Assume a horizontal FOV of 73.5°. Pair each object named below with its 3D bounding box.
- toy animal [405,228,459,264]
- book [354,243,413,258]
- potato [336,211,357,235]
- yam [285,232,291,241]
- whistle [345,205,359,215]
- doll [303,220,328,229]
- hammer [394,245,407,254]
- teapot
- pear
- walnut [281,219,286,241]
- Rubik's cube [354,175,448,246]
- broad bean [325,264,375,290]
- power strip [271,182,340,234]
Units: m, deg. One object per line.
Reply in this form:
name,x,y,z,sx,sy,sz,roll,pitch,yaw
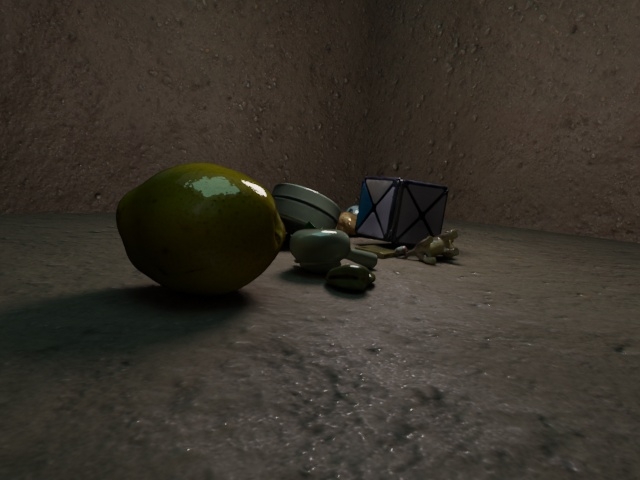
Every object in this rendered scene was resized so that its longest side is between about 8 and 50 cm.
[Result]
toy animal,0.482,0.030,1.763,0.233,0.121,0.168,-14,-1,-30
book,0.281,0.044,1.879,0.230,0.027,0.161,-6,13,-42
potato,0.156,-0.093,2.394,0.161,0.128,0.235,22,15,-23
yam,-0.262,-0.003,1.961,0.326,0.045,0.045,-7,-17,-45
whistle,0.205,-0.134,2.606,0.163,0.164,0.289,6,10,21
doll,0.006,0.005,1.745,0.134,0.106,0.186,43,9,-26
hammer,0.349,0.050,1.803,0.052,0.031,0.083,-16,-27,30
teapot,0.052,0.036,1.458,0.318,0.149,0.220,1,2,-4
pear,-0.308,-0.026,1.132,0.418,0.363,0.362,-3,9,-1
walnut,-0.245,-0.040,1.828,0.197,0.165,0.165,0,9,-2
Rubik's cube,0.371,-0.130,2.016,0.305,0.310,0.307,4,7,-30
broad bean,0.092,0.110,1.301,0.153,0.073,0.206,6,-3,5
power strip,-0.094,-0.126,1.976,0.357,0.162,0.357,20,-12,4
